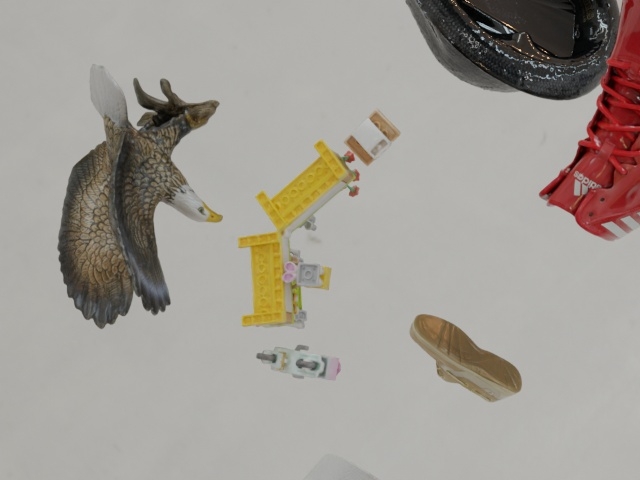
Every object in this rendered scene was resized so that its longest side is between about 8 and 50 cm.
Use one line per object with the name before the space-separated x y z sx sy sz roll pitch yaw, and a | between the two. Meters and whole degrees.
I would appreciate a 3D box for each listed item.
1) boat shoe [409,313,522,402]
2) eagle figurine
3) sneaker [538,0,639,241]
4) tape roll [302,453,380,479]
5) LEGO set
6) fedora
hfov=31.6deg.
boat shoe | 0.176 0.157 1.444 0.170 0.059 0.063 34 39 -12
eagle figurine | -0.234 -0.055 1.441 0.225 0.226 0.298 19 68 21
sneaker | 0.212 -0.074 0.772 0.128 0.221 0.087 -38 47 -10
tape roll | 0.126 0.406 1.335 0.392 0.392 0.072 36 73 28
LEGO set | 0.000 0.000 1.179 0.132 0.107 0.287 16 88 25
fedora | 0.224 -0.303 1.487 0.334 0.152 0.334 10 64 -21
